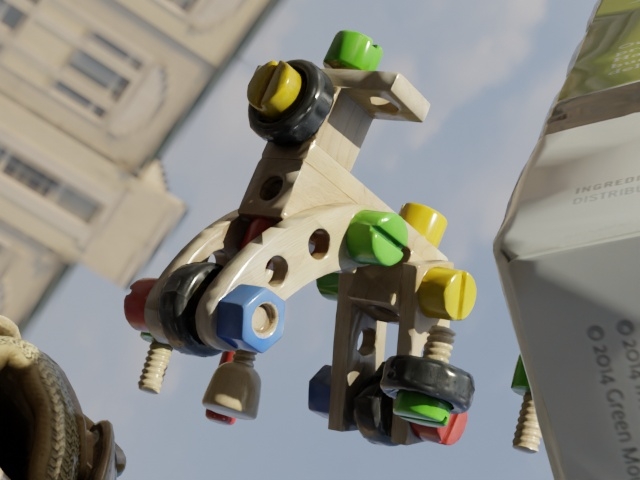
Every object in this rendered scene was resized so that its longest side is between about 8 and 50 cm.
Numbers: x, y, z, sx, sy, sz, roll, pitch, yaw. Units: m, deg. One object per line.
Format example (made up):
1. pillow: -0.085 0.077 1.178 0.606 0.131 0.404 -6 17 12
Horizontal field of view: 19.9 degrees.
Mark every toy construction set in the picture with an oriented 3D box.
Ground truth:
1. toy construction set: 0.000 0.000 1.229 0.309 0.257 0.237 -18 -126 64

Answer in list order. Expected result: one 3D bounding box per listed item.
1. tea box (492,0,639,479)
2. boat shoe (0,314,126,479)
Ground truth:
1. tea box: 0.214 0.079 0.544 0.220 0.329 0.323 -12 -165 18
2. boat shoe: -0.106 0.086 0.551 0.110 0.122 0.341 -51 170 -4
